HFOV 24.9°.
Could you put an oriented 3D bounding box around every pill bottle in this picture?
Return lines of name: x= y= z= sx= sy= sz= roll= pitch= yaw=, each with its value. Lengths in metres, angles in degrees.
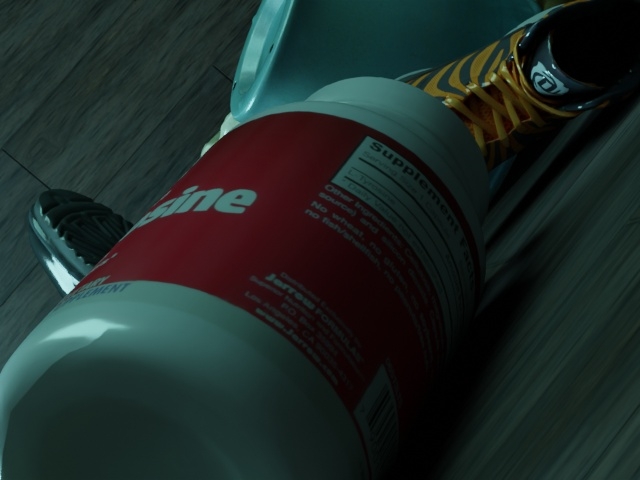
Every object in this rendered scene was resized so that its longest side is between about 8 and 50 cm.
pill bottle: x=-0.023 y=0.048 z=0.973 sx=0.229 sy=0.229 sz=0.407 roll=-48 pitch=3 yaw=37

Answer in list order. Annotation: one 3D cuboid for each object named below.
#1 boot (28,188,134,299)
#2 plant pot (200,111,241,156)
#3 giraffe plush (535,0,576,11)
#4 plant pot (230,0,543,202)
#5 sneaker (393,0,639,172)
boot: x=-0.304 y=0.215 z=1.731 sx=0.445 sy=0.367 sz=0.146 roll=-54 pitch=-15 yaw=23
plant pot: x=-0.011 y=-0.120 z=2.323 sx=0.334 sy=0.305 sz=0.334 roll=-50 pitch=3 yaw=4
giraffe plush: x=0.229 y=-0.235 z=1.669 sx=0.170 sy=0.181 sz=0.210 roll=-57 pitch=-8 yaw=18
plant pot: x=0.055 y=-0.167 z=1.489 sx=0.272 sy=0.255 sz=0.271 roll=-160 pitch=90 yaw=-74
sneaker: x=0.145 y=-0.120 z=1.218 sx=0.321 sy=0.124 sz=0.180 roll=-36 pitch=3 yaw=-7
